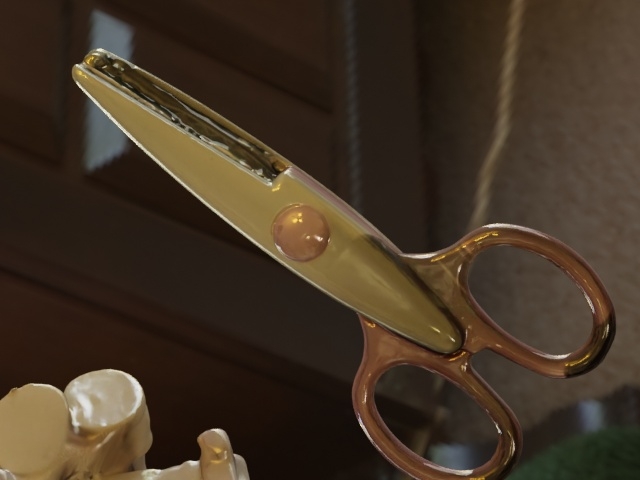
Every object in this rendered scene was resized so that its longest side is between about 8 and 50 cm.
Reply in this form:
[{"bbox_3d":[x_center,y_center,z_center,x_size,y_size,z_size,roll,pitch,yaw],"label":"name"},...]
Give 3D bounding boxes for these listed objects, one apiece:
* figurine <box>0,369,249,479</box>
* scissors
[{"bbox_3d":[-0.097,0.200,1.007,0.144,0.182,0.257,48,152,40],"label":"figurine"},{"bbox_3d":[0.000,0.000,0.586,0.085,0.176,0.022,-53,3,15],"label":"scissors"}]
